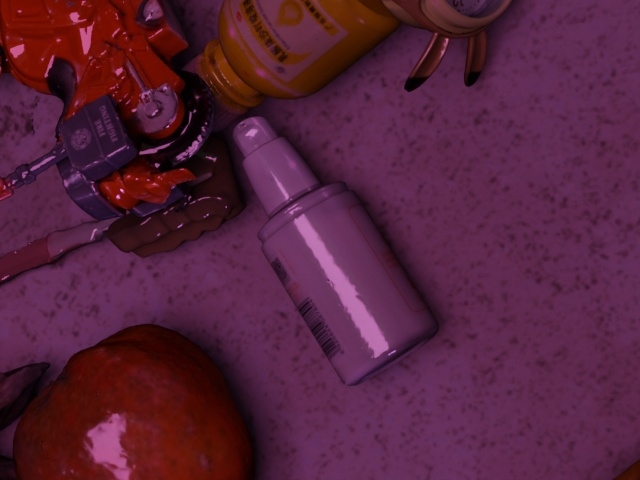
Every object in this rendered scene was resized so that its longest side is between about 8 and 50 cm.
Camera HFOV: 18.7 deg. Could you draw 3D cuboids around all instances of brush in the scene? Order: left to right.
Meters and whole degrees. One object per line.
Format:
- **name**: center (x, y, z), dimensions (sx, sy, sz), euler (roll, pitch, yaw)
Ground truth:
- **brush**: center (-0.203, -0.010, 1.819), dimensions (0.301, 0.071, 0.084), euler (-23, 68, 26)

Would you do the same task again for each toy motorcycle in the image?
- **toy motorcycle**: center (-0.226, -0.155, 1.744), dimensions (0.221, 0.148, 0.325), euler (-31, 62, 11)

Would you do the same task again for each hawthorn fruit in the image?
- **hawthorn fruit**: center (-0.143, 0.209, 1.735), dimensions (0.262, 0.210, 0.210), euler (43, 104, 0)

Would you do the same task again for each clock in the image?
- **clock**: center (0.105, -0.245, 1.658), dimensions (0.069, 0.170, 0.232), euler (2, 98, 42)

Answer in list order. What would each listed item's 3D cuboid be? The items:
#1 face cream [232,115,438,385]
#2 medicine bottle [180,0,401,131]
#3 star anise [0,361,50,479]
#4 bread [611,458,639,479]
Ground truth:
- **face cream**: center (0.000, 0.000, 1.727), dimensions (0.101, 0.101, 0.251), euler (-34, 81, 16)
- **medicine bottle**: center (-0.038, -0.180, 1.724), dimensions (0.212, 0.122, 0.122), euler (-36, 80, 30)
- **star anise**: center (-0.390, 0.205, 1.850), dimensions (0.332, 0.117, 0.331), euler (2, 96, 22)
- **bread**: center (0.332, 0.258, 1.577), dimensions (0.252, 0.238, 0.196), euler (-45, 114, 8)
